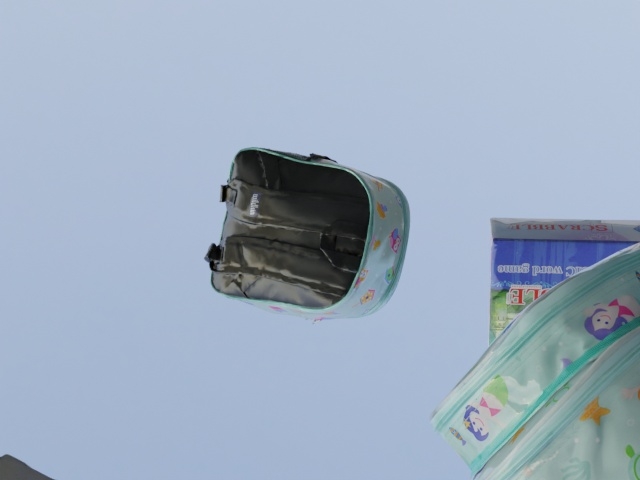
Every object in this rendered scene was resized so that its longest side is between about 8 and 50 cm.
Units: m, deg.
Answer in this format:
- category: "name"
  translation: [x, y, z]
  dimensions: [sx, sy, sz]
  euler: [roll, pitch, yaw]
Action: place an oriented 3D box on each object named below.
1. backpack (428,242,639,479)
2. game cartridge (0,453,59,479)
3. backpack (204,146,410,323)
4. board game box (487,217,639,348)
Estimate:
- category: "backpack"
  translation: [0.181, 0.121, 1.101]
  dimensions: [0.191, 0.225, 0.253]
  euler: [46, -145, 8]
- category: "game cartridge"
  translation: [-0.198, 0.313, 1.394]
  dimensions: [0.355, 0.068, 0.230]
  euler: [26, -124, 10]
- category: "backpack"
  translation: [0.000, 0.000, 1.815]
  dimensions: [0.188, 0.165, 0.144]
  euler: [8, 172, 43]
- category: "board game box"
  translation: [0.344, 0.132, 2.029]
  dimensions: [0.319, 0.318, 0.066]
  euler: [1, -156, 5]
